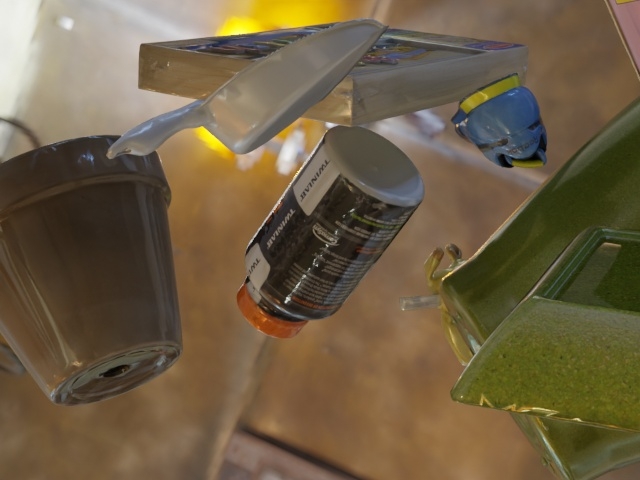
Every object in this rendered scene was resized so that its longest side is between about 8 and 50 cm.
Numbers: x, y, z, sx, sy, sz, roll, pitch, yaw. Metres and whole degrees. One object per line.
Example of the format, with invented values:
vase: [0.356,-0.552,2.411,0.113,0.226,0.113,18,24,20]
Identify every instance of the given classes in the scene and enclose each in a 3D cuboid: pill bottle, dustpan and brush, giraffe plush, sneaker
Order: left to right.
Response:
dustpan and brush: [-0.062,-0.099,1.072,0.211,0.060,0.147,-39,-1,-30]
pill bottle: [0.000,0.000,1.631,0.246,0.130,0.130,-54,-6,31]
giraffe plush: [0.232,0.081,2.154,0.170,0.210,0.181,-39,-41,-75]
sneaker: [0.166,-0.094,1.327,0.069,0.082,0.209,-27,-3,3]

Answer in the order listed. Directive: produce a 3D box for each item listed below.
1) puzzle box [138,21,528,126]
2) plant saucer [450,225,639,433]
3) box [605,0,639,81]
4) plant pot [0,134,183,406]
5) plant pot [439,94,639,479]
puzzle box: [0.027,-0.195,1.638,0.409,0.272,0.052,-19,-62,-56]
plant saucer: [0.177,0.037,0.689,0.188,0.188,0.045,-35,-50,-63]
box: [0.289,-0.166,0.902,0.243,0.117,0.213,-52,-56,-39]
plant pot: [-0.319,0.058,1.978,0.323,0.280,0.323,-23,-19,-8]
plant pot: [0.319,0.050,1.405,0.353,0.366,0.366,-32,-17,0]
